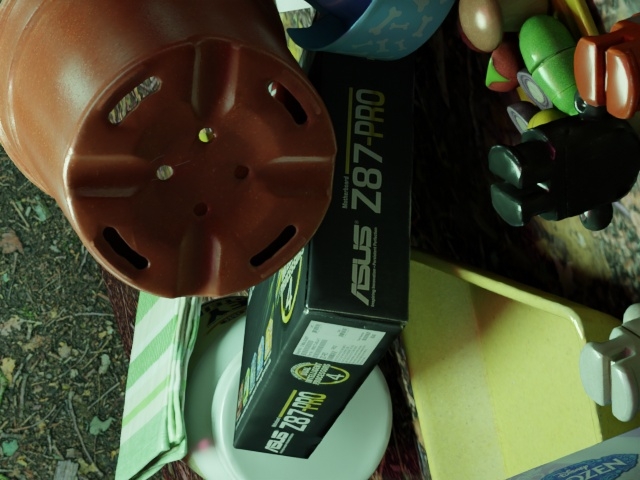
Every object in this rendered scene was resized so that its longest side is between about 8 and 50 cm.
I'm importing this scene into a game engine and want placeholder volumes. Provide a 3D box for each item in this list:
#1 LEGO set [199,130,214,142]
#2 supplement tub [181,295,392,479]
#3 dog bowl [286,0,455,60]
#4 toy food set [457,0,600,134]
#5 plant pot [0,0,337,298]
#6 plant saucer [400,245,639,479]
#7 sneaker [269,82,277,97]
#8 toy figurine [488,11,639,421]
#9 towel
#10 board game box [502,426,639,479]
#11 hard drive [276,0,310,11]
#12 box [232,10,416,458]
[{"bbox_3d":[-0.113,-0.114,1.683,0.227,0.093,0.087,150,102,-72],"label":"LEGO set"},{"bbox_3d":[-0.066,0.190,1.595,0.325,0.235,0.236,-177,71,-71],"label":"supplement tub"},{"bbox_3d":[0.026,-0.249,1.061,0.166,0.074,0.297,-58,34,22],"label":"dog bowl"},{"bbox_3d":[0.139,-0.132,0.962,0.128,0.071,0.218,130,121,-69],"label":"toy food set"},{"bbox_3d":[-0.121,-0.096,1.067,0.265,0.272,0.273,-127,26,-61],"label":"plant pot"},{"bbox_3d":[0.183,0.169,1.102,0.333,0.081,0.333,-157,51,-67],"label":"plant saucer"},{"bbox_3d":[-0.032,-0.151,1.512,0.118,0.067,0.042,-82,-11,-51],"label":"sneaker"},{"bbox_3d":[0.214,-0.019,0.735,0.210,0.148,0.213,66,158,17],"label":"toy figurine"},{"bbox_3d":[-0.180,0.112,1.561,0.248,0.038,0.325,138,140,-61],"label":"towel"},{"bbox_3d":[0.202,0.264,0.754,0.066,0.318,0.318,-157,52,-68],"label":"board game box"},{"bbox_3d":[-0.030,-0.383,1.275,0.210,0.040,0.319,-163,57,-69],"label":"hard drive"},{"bbox_3d":[0.000,0.000,1.264,0.395,0.097,0.318,116,162,-64],"label":"box"}]
